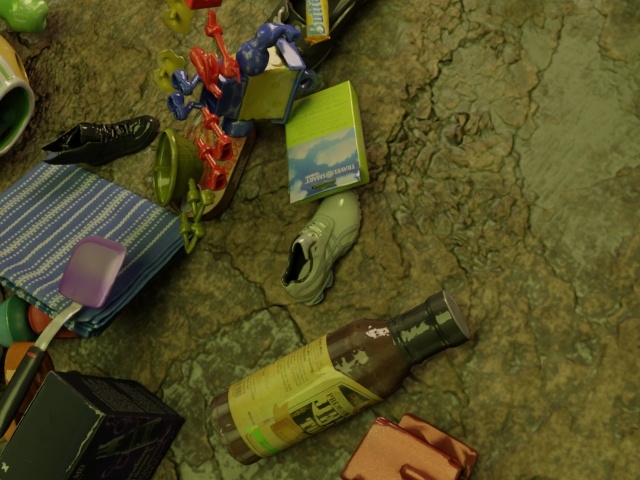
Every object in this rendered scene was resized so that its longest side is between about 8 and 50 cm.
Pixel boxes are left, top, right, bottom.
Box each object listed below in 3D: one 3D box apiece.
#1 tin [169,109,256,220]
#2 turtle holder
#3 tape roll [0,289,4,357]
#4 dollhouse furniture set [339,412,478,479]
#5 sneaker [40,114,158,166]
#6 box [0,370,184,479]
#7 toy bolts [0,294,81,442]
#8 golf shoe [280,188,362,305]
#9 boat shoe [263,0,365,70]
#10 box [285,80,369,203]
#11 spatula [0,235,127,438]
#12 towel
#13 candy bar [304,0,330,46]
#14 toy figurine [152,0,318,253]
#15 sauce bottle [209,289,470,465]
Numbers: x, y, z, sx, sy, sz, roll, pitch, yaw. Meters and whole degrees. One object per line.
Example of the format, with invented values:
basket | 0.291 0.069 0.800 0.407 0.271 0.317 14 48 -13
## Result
tin | -0.163 -0.120 1.282 0.106 0.040 0.190 20 85 30
turtle holder | -0.587 -0.262 1.415 0.227 0.243 0.320 25 48 12
tape roll | -0.608 0.110 1.278 0.100 0.286 0.286 -15 72 19
dollhouse furniture set | 0.197 0.343 0.933 0.374 0.201 0.152 27 89 20
sneaker | -0.346 -0.159 1.339 0.170 0.089 0.051 -24 69 17
box | -0.306 0.273 1.150 0.108 0.207 0.153 31 91 24
toy bolts | -0.452 0.180 1.242 0.158 0.218 0.229 -13 65 6
golf shoe | 0.000 0.000 1.156 0.069 0.086 0.176 17 83 28
boat shoe | 0.005 -0.355 1.233 0.335 0.095 0.112 -42 65 9
box | 0.007 -0.129 1.183 0.109 0.042 0.178 -18 55 18
spatula | -0.354 0.125 1.120 0.084 0.030 0.297 18 66 21
towel | -0.374 -0.008 1.278 0.335 0.040 0.243 25 55 25
candy bar | -0.007 -0.347 1.188 0.040 0.018 0.162 -7 80 24
toy figurine | -0.093 -0.169 1.163 0.191 0.217 0.363 55 144 28
sauce bottle | 0.024 0.171 1.088 0.344 0.111 0.111 -30 67 16
